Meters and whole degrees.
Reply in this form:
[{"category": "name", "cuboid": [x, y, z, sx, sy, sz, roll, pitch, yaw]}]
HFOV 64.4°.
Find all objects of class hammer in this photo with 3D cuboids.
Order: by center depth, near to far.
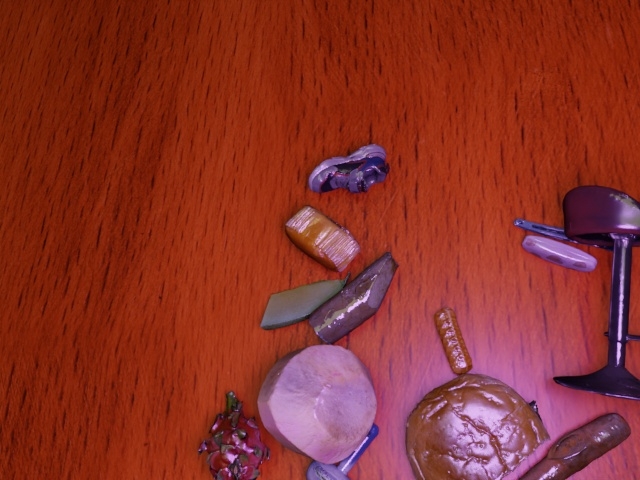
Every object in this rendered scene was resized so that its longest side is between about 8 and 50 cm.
[{"category": "hammer", "cuboid": [0.063, 0.489, 1.139, 0.116, 0.069, 0.194, 36, 74, 23]}]

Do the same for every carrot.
[{"category": "carrot", "cuboid": [0.481, 0.464, 1.041, 0.342, 0.070, 0.070, -36, 66, 1]}]

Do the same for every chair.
[{"category": "chair", "cuboid": [0.597, 0.100, 1.015, 0.226, 0.226, 0.401, 4, 84, 15]}]

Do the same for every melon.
[{"category": "melon", "cuboid": [-0.035, 0.149, 1.303, 0.261, 0.053, 0.114, -24, 48, 0]}]

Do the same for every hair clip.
[{"category": "hair clip", "cuboid": [0.577, -0.016, 1.203, 0.229, 0.070, 0.039, 10, 73, 25]}]

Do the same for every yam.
[{"category": "yam", "cuboid": [0.096, 0.141, 1.232, 0.259, 0.106, 0.106, -38, 66, 0]}]

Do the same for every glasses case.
[{"category": "glasses case", "cuboid": [0.553, 0.030, 1.181, 0.164, 0.063, 0.041, 22, 74, 19]}]

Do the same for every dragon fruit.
[{"category": "dragon fruit", "cuboid": [-0.206, 0.459, 1.185, 0.137, 0.135, 0.236, -36, 45, -2]}]

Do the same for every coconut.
[{"category": "coconut", "cuboid": [-0.007, 0.353, 1.120, 0.259, 0.259, 0.259, -5, 69, 12]}]

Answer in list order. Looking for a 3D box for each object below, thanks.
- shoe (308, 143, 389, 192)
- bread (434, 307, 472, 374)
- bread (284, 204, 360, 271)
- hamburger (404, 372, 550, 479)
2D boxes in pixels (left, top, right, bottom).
[{"category": "shoe", "cuboid": [0.085, -0.160, 1.345, 0.227, 0.099, 0.126, -24, 64, 0]}, {"category": "bread", "cuboid": [0.307, 0.232, 1.177, 0.052, 0.044, 0.157, -16, 68, 1]}, {"category": "bread", "cuboid": [0.000, 0.000, 1.290, 0.114, 0.132, 0.190, -47, 63, -6]}, {"category": "hamburger", "cuboid": [0.311, 0.399, 1.069, 0.308, 0.132, 0.211, -33, 70, 3]}]
